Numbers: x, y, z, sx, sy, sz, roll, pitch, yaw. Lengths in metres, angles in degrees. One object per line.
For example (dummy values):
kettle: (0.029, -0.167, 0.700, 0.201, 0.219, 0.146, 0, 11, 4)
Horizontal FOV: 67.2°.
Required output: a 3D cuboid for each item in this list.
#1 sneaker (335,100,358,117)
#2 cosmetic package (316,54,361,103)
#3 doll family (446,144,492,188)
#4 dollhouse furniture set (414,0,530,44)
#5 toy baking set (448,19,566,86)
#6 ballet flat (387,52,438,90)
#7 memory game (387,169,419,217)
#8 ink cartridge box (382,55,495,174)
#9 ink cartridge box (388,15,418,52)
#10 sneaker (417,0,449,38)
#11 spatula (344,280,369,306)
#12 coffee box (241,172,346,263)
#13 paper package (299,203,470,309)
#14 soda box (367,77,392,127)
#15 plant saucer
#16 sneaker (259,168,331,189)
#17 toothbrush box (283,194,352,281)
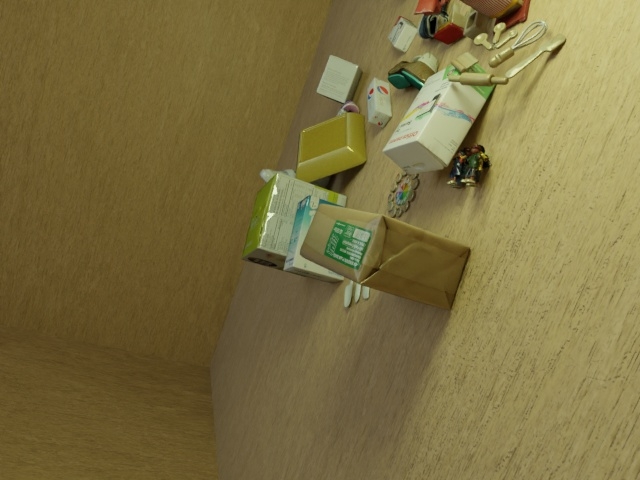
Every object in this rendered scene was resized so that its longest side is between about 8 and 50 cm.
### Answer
sneaker: (0.107, -0.577, 2.318, 0.236, 0.095, 0.104, -51, 22, 39)
cosmetic package: (0.095, -0.770, 2.335, 0.151, 0.151, 0.184, -35, -32, -75)
doll family: (0.374, -0.193, 1.223, 0.193, 0.076, 0.111, -164, 86, -75)
dollhouse furniture set: (0.395, -0.658, 1.366, 0.374, 0.201, 0.152, 179, 107, -70)
toy baking set: (0.429, -0.447, 1.148, 0.256, 0.030, 0.197, 31, 85, 48)
ballet flat: (0.335, -0.583, 1.661, 0.124, 0.116, 0.342, -50, 19, 8)
memory game: (0.270, -0.164, 1.590, 0.186, 0.012, 0.186, -163, 90, -72)
ink cartridge box: (0.319, -0.332, 1.323, 0.278, 0.117, 0.201, -58, 17, -9)
ink cartridge box: (0.329, -0.830, 1.935, 0.135, 0.056, 0.099, -98, 31, -53)
sneaker: (0.402, -0.795, 1.624, 0.163, 0.086, 0.226, -88, 12, -66)
spatula: (0.138, 0.109, 1.721, 0.168, 0.019, 0.242, 139, 144, -59)
coffee box: (-0.125, -0.052, 2.120, 0.337, 0.334, 0.338, 155, 129, -66)
paper package: (0.155, 0.033, 1.238, 0.325, 0.309, 0.168, 21, 94, 61)
soda box: (0.235, -0.556, 1.938, 0.069, 0.074, 0.216, 127, 153, -47)
plant saucer: (0.028, -0.423, 2.108, 0.332, 0.081, 0.333, -17, 46, 21)
sneaker: (-0.103, -0.314, 2.283, 0.210, 0.366, 0.137, -60, 38, 13)
toothbrush box: (0.000, 0.000, 1.905, 0.126, 0.216, 0.296, 153, 130, -65)
